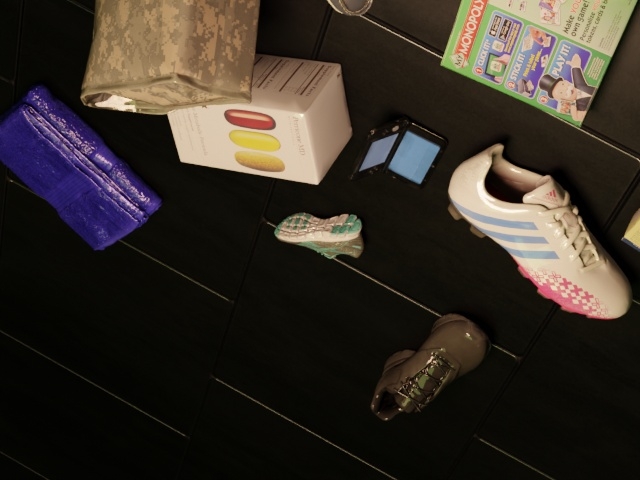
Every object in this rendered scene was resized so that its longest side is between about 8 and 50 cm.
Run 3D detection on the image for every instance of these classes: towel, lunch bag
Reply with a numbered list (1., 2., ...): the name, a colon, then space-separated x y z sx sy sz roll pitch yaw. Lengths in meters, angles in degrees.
1. towel: -0.453 -0.119 2.376 0.308 0.076 0.228 45 137 -13
2. lunch bag: -0.227 -0.309 1.902 0.287 0.235 0.169 1 174 45

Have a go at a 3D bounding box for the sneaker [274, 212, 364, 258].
1. sneaker: 0.000 0.000 2.209 0.166 0.065 0.076 4 135 32

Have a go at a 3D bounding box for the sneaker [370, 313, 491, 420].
1. sneaker: 0.185 0.227 2.256 0.109 0.130 0.286 39 138 -3

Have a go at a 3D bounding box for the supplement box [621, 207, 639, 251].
1. supplement box: 0.486 -0.018 1.874 0.083 0.056 0.083 33 140 2

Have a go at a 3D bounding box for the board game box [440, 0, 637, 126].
1. board game box: 0.296 -0.313 1.722 0.213 0.046 0.317 26 139 9

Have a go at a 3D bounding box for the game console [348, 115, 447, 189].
1. game console: 0.115 -0.121 2.010 0.071 0.107 0.122 53 144 22

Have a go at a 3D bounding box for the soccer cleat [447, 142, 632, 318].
1. soccer cleat: 0.336 -0.010 1.935 0.331 0.116 0.143 36 140 -2

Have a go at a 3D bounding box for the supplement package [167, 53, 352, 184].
1. supplement package: -0.093 -0.193 2.024 0.244 0.134 0.139 10 134 25

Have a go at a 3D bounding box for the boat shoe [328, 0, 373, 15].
1. boat shoe: 0.047 -0.403 1.755 0.079 0.095 0.254 47 147 44
